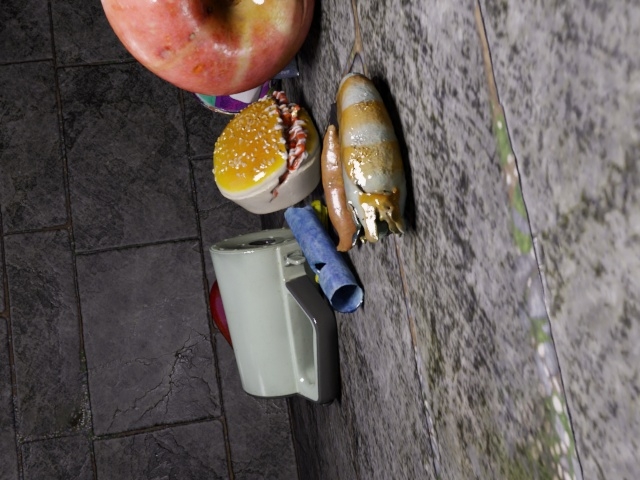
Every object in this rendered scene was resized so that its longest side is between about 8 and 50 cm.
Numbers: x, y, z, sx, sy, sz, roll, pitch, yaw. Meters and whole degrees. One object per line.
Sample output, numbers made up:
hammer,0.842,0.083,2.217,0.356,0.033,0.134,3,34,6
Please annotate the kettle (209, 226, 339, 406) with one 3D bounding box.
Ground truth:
kettle,-0.079,0.177,1.503,0.361,0.250,0.376,6,109,52

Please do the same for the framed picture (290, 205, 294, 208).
framed picture,-0.083,-0.057,1.909,0.109,0.011,0.148,100,161,-65

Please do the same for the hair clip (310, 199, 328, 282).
hair clip,0.000,0.000,1.285,0.072,0.046,0.172,116,147,-69

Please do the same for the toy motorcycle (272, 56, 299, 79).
toy motorcycle,-0.129,-0.546,1.431,0.213,0.125,0.358,-145,44,-67

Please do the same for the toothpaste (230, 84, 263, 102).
toothpaste,-0.115,-0.464,1.290,0.125,0.080,0.371,-108,32,-54

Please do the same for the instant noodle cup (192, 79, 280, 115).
instant noodle cup,-0.219,-0.484,1.701,0.190,0.252,0.251,106,156,-50

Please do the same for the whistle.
whistle,0.000,0.019,1.151,0.304,0.062,0.062,-121,23,-54

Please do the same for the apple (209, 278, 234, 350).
apple,-0.182,0.214,1.925,0.288,0.288,0.316,98,149,-62

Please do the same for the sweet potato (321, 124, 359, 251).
sweet potato,0.032,-0.079,0.981,0.055,0.058,0.202,2,109,38

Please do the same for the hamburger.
hamburger,-0.114,-0.184,1.299,0.151,0.227,0.295,59,-174,-42

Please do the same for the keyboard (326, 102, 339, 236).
keyboard,0.027,-0.116,1.089,0.250,0.017,0.087,91,167,-50

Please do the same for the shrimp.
shrimp,0.045,-0.116,0.797,0.287,0.068,0.185,-118,24,-72

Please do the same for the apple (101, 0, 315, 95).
apple,-0.192,-0.435,1.083,0.364,0.364,0.363,172,90,-82
